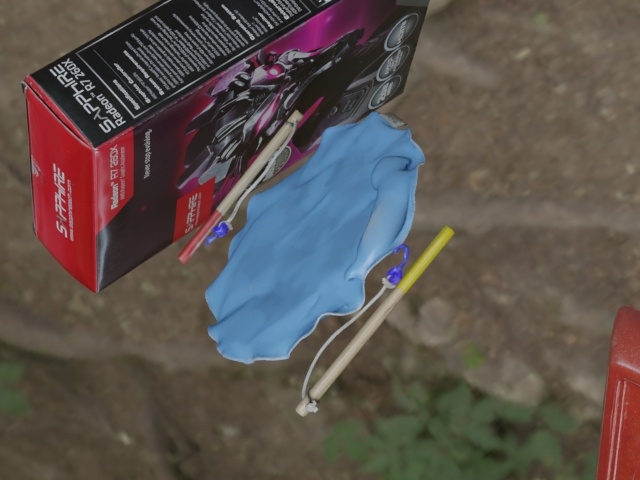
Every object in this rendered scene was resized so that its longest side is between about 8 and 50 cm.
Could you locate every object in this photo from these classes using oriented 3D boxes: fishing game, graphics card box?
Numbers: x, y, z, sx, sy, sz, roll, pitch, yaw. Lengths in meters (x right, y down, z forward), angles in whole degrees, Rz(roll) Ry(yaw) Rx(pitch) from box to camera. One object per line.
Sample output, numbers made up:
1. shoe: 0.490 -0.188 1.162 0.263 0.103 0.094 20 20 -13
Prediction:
1. fishing game: 0.000 0.000 0.947 0.041 0.189 0.264 38 179 -29
2. graphics card box: -0.070 -0.130 1.256 0.094 0.371 0.233 46 154 18

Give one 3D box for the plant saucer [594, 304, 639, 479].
1. plant saucer: 0.308 0.212 1.153 0.259 0.048 0.258 25 123 42
